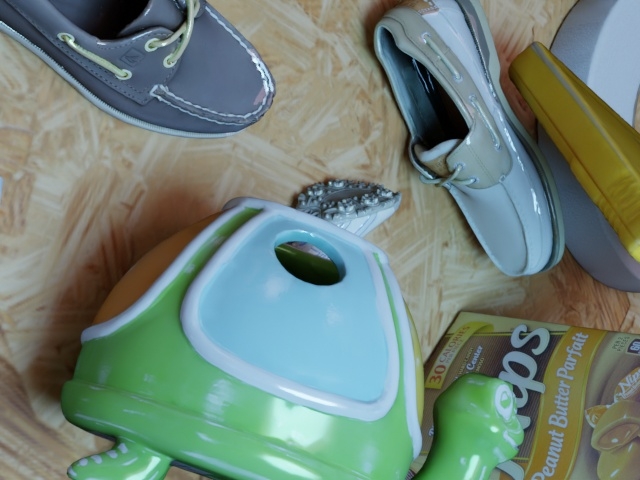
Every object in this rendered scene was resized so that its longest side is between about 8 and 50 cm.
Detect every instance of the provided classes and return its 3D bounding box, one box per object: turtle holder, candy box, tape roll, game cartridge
[{"bbox_3d":[-0.015,0.106,0.730,0.243,0.320,0.227,64,43,-67],"label":"turtle holder"},{"bbox_3d":[0.219,0.172,0.905,0.183,0.316,0.087,-53,123,-25],"label":"candy box"},{"bbox_3d":[0.409,-0.129,1.211,0.392,0.072,0.392,0,91,-38],"label":"tape roll"},{"bbox_3d":[0.319,-0.024,0.930,0.285,0.324,0.052,34,115,-27],"label":"game cartridge"}]

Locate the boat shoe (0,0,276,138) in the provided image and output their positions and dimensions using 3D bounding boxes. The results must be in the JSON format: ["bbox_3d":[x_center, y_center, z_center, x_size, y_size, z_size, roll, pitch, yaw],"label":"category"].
[{"bbox_3d":[-0.151,-0.170,0.739,0.324,0.096,0.117,31,72,-35],"label":"boat shoe"}]

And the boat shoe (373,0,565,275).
[{"bbox_3d":[0.136,-0.093,0.974,0.103,0.113,0.302,-29,99,-33],"label":"boat shoe"}]

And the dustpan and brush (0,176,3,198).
[{"bbox_3d":[-0.302,0.009,0.644,0.211,0.060,0.147,8,86,-39],"label":"dustpan and brush"}]

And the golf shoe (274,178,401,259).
[{"bbox_3d":[0.000,0.000,0.901,0.176,0.069,0.086,-22,125,-34],"label":"golf shoe"}]
